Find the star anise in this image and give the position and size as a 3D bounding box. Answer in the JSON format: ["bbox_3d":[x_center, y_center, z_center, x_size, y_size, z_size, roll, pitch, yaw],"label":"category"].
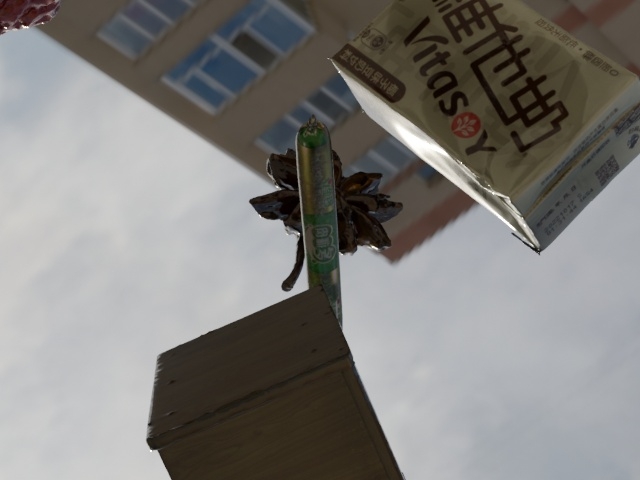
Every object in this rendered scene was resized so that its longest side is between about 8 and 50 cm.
[{"bbox_3d":[-0.014,-0.033,1.634,0.177,0.234,0.073,44,-52,24],"label":"star anise"}]

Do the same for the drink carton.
[{"bbox_3d":[0.188,-0.164,1.628,0.194,0.132,0.324,-46,-126,-3],"label":"drink carton"}]

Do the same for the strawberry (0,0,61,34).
[{"bbox_3d":[-0.378,-0.308,1.350,0.312,0.351,0.267,-14,-83,29],"label":"strawberry"}]

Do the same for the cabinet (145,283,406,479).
[{"bbox_3d":[-0.024,0.156,1.012,0.148,0.175,0.215,-23,-168,0],"label":"cabinet"}]

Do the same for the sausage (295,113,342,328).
[{"bbox_3d":[0.000,0.000,1.321,0.032,0.269,0.033,-3,-143,2],"label":"sausage"}]
